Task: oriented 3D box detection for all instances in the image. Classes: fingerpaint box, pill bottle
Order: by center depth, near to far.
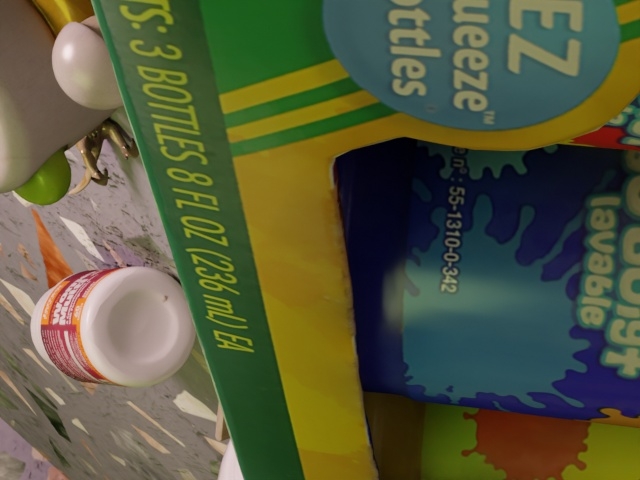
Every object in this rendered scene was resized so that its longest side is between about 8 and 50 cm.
[{"bbox_3d":[0.152,-0.006,0.483,0.371,0.163,0.445,6,147,9],"label":"fingerpaint box"},{"bbox_3d":[-0.223,0.090,1.565,0.121,0.121,0.221,51,157,-16],"label":"pill bottle"}]

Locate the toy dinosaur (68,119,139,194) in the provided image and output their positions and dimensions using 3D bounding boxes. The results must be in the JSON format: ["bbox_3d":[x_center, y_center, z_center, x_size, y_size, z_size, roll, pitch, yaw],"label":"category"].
[{"bbox_3d":[-0.199,-0.093,1.311,0.092,0.053,0.183,47,156,36],"label":"toy dinosaur"}]

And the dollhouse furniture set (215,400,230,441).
[{"bbox_3d":[0.015,0.121,1.144,0.151,0.123,0.144,42,136,41],"label":"dollhouse furniture set"}]

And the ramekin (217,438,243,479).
[{"bbox_3d":[0.090,0.132,0.796,0.273,0.273,0.127,38,127,15],"label":"ramekin"}]

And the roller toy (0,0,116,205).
[{"bbox_3d":[-0.249,-0.149,1.149,0.191,0.146,0.209,33,146,20],"label":"roller toy"}]

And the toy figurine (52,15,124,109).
[{"bbox_3d":[-0.147,-0.203,0.872,0.213,0.148,0.209,42,158,7],"label":"toy figurine"}]
